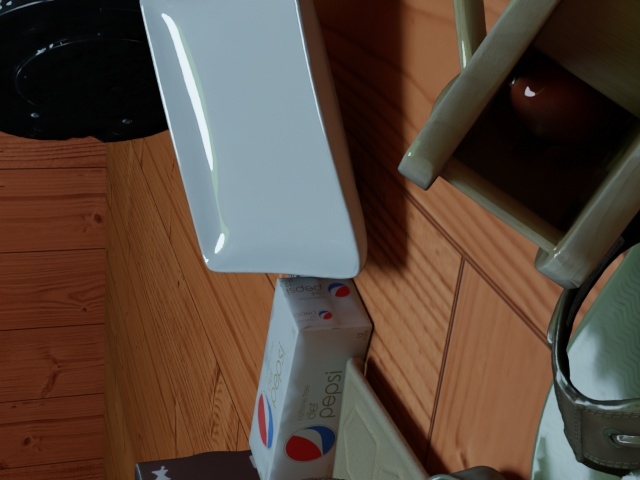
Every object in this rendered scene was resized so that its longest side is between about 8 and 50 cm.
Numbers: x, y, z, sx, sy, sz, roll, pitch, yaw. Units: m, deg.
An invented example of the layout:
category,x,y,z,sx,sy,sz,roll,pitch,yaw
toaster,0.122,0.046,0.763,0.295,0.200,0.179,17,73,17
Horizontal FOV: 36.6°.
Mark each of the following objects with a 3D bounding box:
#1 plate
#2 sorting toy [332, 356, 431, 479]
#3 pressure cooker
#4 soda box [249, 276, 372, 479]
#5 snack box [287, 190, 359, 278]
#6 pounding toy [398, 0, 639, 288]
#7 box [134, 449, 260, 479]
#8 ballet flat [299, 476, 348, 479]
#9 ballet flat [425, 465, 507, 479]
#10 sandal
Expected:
category,x,y,z,sx,sy,sz,roll,pitch,yaw
plate,-0.057,-0.107,0.830,0.277,0.045,0.277,-1,104,58
sorting toy,0.050,0.222,0.766,0.208,0.038,0.192,-119,32,-61
pressure cooker,-0.274,-0.365,1.112,0.370,0.376,0.420,124,139,-65
soda box,-0.014,0.136,0.882,0.074,0.069,0.216,-115,28,-49
snack box,0.000,0.000,0.894,0.178,0.022,0.064,106,155,-44
pounding toy,0.080,-0.094,0.351,0.154,0.155,0.269,-52,-5,-33
box,-0.101,0.352,1.011,0.167,0.169,0.203,-127,38,-58
ballet flat,0.036,0.235,0.564,0.106,0.108,0.315,-99,-11,-64
ballet flat,0.110,0.181,0.517,0.213,0.068,0.072,-159,69,-70
sandal,0.138,0.028,0.384,0.120,0.086,0.302,-111,26,-44
